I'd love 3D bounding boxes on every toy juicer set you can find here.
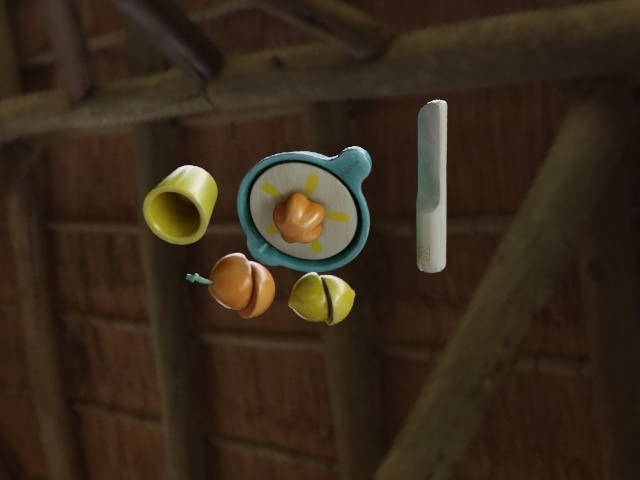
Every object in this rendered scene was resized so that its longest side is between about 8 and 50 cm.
[{"bbox_3d":[0.000,0.000,1.404,0.329,0.209,0.089,-12,-153,25],"label":"toy juicer set"}]
